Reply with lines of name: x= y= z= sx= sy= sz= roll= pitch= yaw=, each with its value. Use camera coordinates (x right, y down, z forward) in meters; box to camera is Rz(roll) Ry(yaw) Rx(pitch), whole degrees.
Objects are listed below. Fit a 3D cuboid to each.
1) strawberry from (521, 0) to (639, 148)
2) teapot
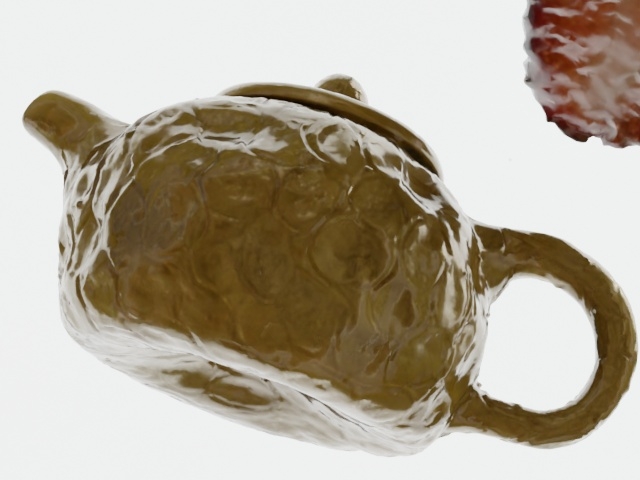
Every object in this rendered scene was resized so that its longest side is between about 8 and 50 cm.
strawberry: x=0.172 y=-0.150 z=0.688 sx=0.175 sy=0.236 sz=0.107 roll=46 pitch=-124 yaw=-22
teapot: x=0.000 y=0.000 z=0.728 sx=0.311 sy=0.203 sz=0.167 roll=17 pitch=-107 yaw=7
